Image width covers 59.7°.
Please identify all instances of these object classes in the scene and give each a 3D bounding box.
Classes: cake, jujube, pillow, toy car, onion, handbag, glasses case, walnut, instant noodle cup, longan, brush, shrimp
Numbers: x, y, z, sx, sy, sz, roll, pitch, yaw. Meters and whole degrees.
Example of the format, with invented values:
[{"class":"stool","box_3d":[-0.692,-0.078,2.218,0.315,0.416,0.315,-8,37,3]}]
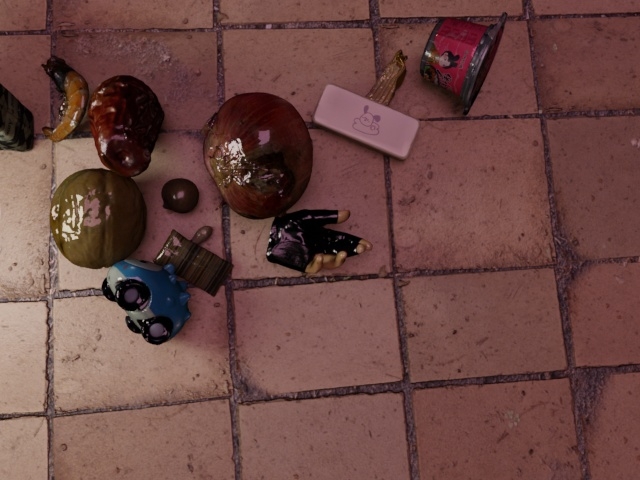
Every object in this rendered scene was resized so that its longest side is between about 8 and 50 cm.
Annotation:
[{"class":"cake","box_3d":[0.215,-0.485,1.691,0.079,0.116,0.185,42,77,1]},{"class":"jujube","box_3d":[-0.531,-0.306,1.519,0.216,0.216,0.342,-18,44,-6]},{"class":"pillow","box_3d":[-0.360,0.066,1.587,0.203,0.038,0.113,32,89,-16]},{"class":"toy car","box_3d":[-0.455,0.150,1.508,0.190,0.188,0.255,-41,115,-24]},{"class":"onion","box_3d":[-0.179,-0.225,1.527,0.353,0.353,0.354,0,82,-3]},{"class":"handbag","box_3d":[-1.001,-0.356,1.453,0.316,0.416,0.180,-2,78,0]},{"class":"glasses case","box_3d":[0.137,-0.354,1.673,0.312,0.070,0.131,23,93,0]},{"class":"walnut","box_3d":[-0.598,-0.060,1.524,0.282,0.227,0.283,0,89,-37]},{"class":"instant noodle cup","box_3d":[0.409,-0.547,1.656,0.181,0.258,0.303,25,109,15]},{"class":"longan","box_3d":[-0.407,-0.128,1.608,0.113,0.092,0.113,0,82,-1]},{"class":"brush","box_3d":[-0.425,0.064,1.613,0.299,0.042,0.039,-44,104,-4]},{"class":"shrimp","box_3d":[-0.763,-0.409,1.623,0.290,0.054,0.222,49,114,29]}]

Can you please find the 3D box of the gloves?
[{"class":"gloves","box_3d":[-0.003,0.000,1.581,0.300,0.152,0.197,9,87,23]}]
